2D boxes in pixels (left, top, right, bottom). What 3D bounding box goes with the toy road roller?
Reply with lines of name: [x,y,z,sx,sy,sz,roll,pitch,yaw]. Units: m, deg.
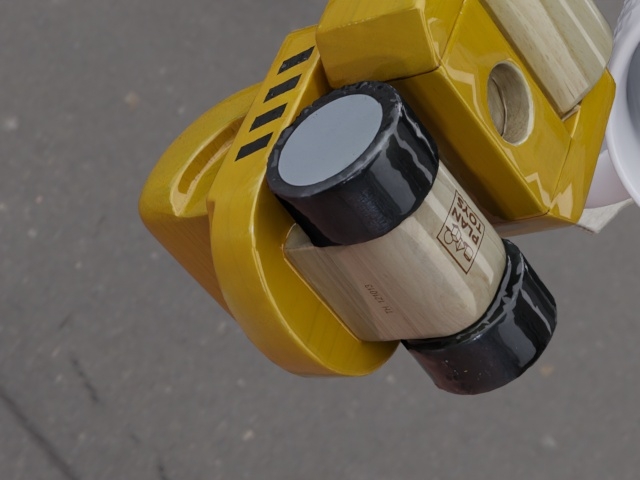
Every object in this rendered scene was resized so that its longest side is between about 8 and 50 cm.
toy road roller: [0.030,-0.064,1.115,0.202,0.240,0.329,49,50,-34]

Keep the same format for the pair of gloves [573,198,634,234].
pair of gloves: [0.445,-0.051,2.236,0.240,0.042,0.204,21,52,25]

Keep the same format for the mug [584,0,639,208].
mug: [0.379,-0.155,1.647,0.276,0.374,0.328,49,27,-13]
